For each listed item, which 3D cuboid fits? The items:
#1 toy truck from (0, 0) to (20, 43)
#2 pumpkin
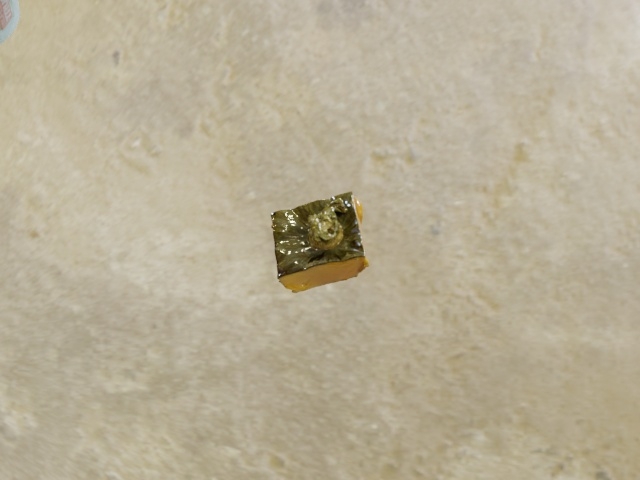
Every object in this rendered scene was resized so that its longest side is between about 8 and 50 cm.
[{"bbox_3d":[-0.440,-0.208,1.196,0.305,0.136,0.162,-36,68,-21],"label":"toy truck"},{"bbox_3d":[0.000,0.000,1.060,0.083,0.054,0.074,-14,52,4],"label":"pumpkin"}]
